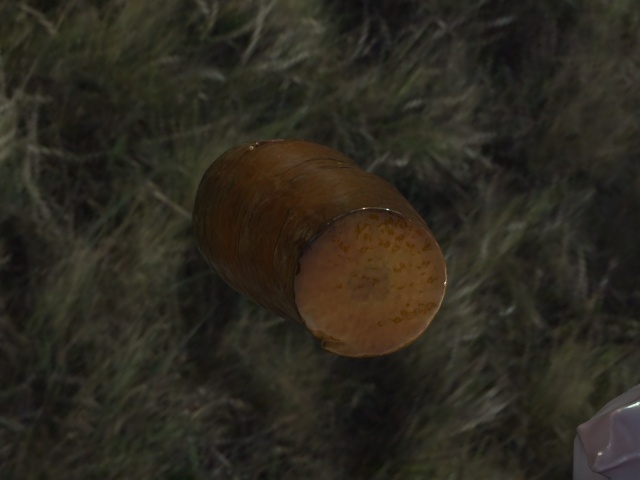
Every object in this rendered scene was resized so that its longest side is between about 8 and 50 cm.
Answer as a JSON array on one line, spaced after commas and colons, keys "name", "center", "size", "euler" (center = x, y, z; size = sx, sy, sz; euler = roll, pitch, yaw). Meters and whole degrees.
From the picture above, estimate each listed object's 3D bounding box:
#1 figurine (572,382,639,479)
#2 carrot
[{"name": "figurine", "center": [0.242, 0.203, 0.877], "size": [0.133, 0.200, 0.276], "euler": [-34, 115, -27]}, {"name": "carrot", "center": [0.000, 0.000, 0.613], "size": [0.087, 0.193, 0.087], "euler": [-4, 102, -21]}]
